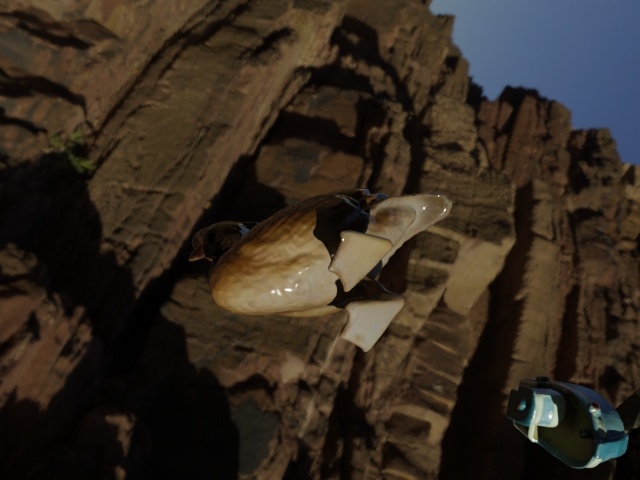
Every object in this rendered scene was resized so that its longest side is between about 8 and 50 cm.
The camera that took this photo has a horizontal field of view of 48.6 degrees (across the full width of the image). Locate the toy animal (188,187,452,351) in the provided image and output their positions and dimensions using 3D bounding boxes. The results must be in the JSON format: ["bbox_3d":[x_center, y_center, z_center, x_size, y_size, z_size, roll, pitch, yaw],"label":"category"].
[{"bbox_3d":[0.000,0.000,0.522,0.188,0.089,0.179,-25,-152,-27],"label":"toy animal"}]

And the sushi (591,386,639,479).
[{"bbox_3d":[0.527,0.331,0.995,0.292,0.059,0.294,-58,-154,35],"label":"sushi"}]

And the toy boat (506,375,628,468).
[{"bbox_3d":[0.285,0.223,0.873,0.215,0.102,0.088,-163,-99,-76],"label":"toy boat"}]
